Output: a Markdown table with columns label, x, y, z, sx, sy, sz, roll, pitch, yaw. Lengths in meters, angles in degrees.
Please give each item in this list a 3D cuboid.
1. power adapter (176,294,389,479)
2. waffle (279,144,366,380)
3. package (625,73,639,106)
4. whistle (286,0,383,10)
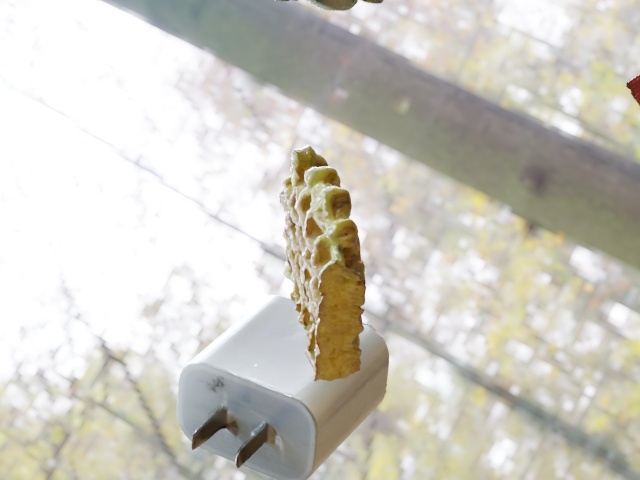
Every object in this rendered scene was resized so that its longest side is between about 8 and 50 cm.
| label | x | y | z | sx | sy | sz | roll | pitch | yaw |
| --- | --- | --- | --- | --- | --- | --- | --- | --- | --- |
| power adapter | -0.058 | 0.186 | 2.260 | 0.255 | 0.187 | 0.124 | -42 | -37 | -51 |
| waffle | -0.001 | 0.000 | 2.076 | 0.057 | 0.219 | 0.229 | -8 | -41 | -10 |
| package | 0.411 | -0.104 | 2.098 | 0.083 | 0.200 | 0.022 | -32 | 1 | -24 |
| whistle | -0.035 | -0.305 | 2.186 | 0.235 | 0.114 | 0.077 | 2 | -63 | -42 |
